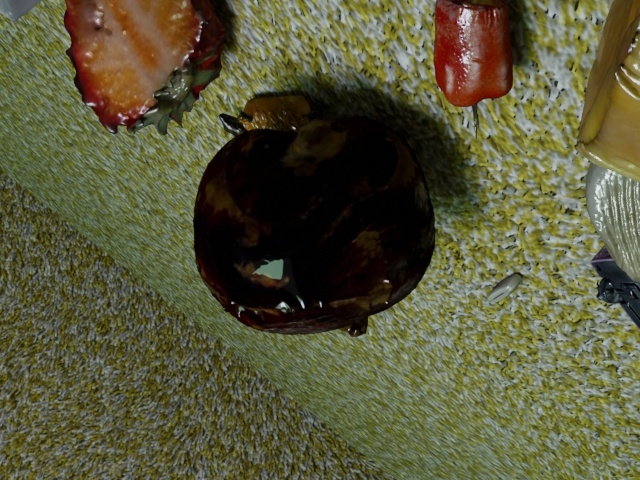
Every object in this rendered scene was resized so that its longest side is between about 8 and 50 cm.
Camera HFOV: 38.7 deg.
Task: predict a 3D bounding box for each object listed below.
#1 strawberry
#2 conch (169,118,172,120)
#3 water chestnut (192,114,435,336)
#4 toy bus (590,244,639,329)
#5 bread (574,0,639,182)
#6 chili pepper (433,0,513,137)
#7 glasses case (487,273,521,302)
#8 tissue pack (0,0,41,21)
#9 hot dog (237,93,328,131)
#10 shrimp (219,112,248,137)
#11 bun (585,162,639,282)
[{"bbox_3d":[-0.260,-0.294,1.318,0.280,0.150,0.253,36,117,19],"label":"strawberry"},{"bbox_3d":[-0.296,-0.269,1.480,0.188,0.122,0.176,50,180,-15],"label":"conch"},{"bbox_3d":[0.000,0.000,1.245,0.335,0.335,0.347,21,153,39],"label":"water chestnut"},{"bbox_3d":[0.404,0.067,1.028,0.199,0.108,0.096,48,161,-14],"label":"toy bus"},{"bbox_3d":[0.300,-0.152,0.690,0.156,0.204,0.288,17,157,9],"label":"bread"},{"bbox_3d":[0.161,-0.184,0.961,0.084,0.086,0.192,2,136,13],"label":"chili pepper"},{"bbox_3d":[0.271,0.071,1.342,0.021,0.032,0.083,42,158,3],"label":"glasses case"},{"bbox_3d":[-0.496,-0.479,1.370,0.159,0.136,0.246,34,158,15],"label":"tissue pack"},{"bbox_3d":[-0.058,-0.179,1.355,0.188,0.055,0.072,9,141,53],"label":"hot dog"},{"bbox_3d":[-0.069,-0.144,1.459,0.195,0.035,0.148,43,161,-25],"label":"shrimp"},{"bbox_3d":[0.347,-0.042,0.899,0.166,0.113,0.173,29,131,20],"label":"bun"}]
